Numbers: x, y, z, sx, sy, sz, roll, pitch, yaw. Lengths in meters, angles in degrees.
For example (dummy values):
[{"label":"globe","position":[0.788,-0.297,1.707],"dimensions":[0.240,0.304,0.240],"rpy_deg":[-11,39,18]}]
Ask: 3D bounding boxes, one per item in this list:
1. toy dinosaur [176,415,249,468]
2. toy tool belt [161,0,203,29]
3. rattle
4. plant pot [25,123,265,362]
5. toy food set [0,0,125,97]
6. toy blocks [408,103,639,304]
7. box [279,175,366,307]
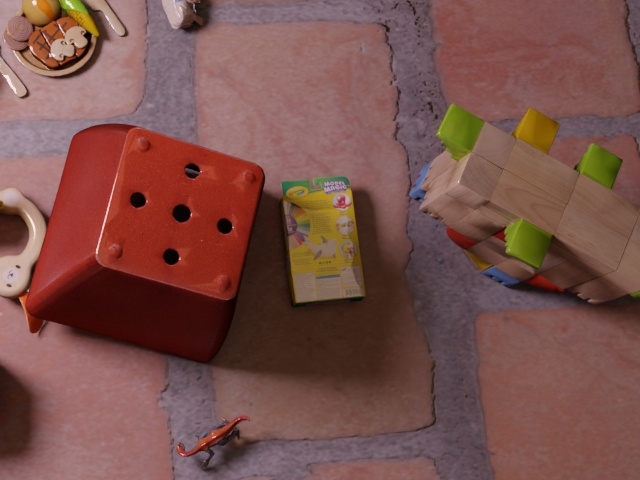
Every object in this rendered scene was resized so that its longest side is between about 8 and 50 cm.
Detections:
[{"label":"toy dinosaur","position":[-0.151,0.263,1.716],"dimensions":[0.082,0.090,0.047],"rpy_deg":[-20,61,-44]},{"label":"toy tool belt","position":[-0.203,-0.350,1.869],"dimensions":[0.051,0.052,0.083],"rpy_deg":[-14,81,-43]},{"label":"rattle","position":[-0.409,0.012,1.703],"dimensions":[0.130,0.143,0.200],"rpy_deg":[-13,72,-30]},{"label":"plant pot","position":[-0.206,-0.011,1.659],"dimensions":[0.267,0.236,0.267],"rpy_deg":[17,75,-16]},{"label":"toy food set","position":[-0.385,-0.298,1.829],"dimensions":[0.192,0.038,0.132],"rpy_deg":[-36,84,-15]},{"label":"toy blocks","position":[0.280,-0.020,1.759],"dimensions":[0.381,0.261,0.191],"rpy_deg":[28,72,-8]},{"label":"box","position":[0.000,0.000,1.812],"dimensions":[0.105,0.043,0.179],"rpy_deg":[-5,80,-9]}]
